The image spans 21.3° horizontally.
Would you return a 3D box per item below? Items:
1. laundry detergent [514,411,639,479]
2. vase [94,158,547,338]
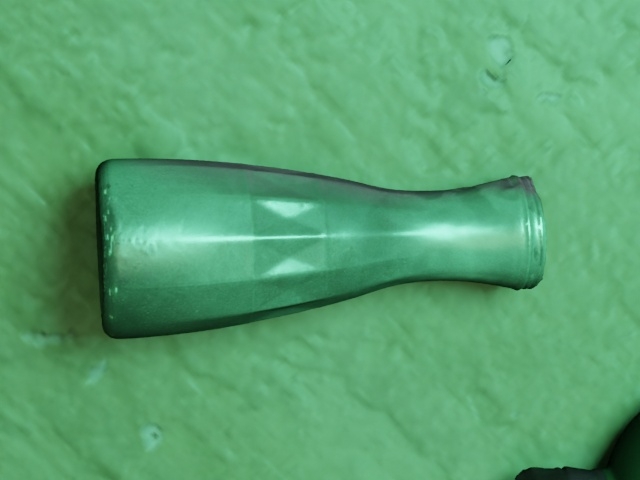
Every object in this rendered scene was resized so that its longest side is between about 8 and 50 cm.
[{"bbox_3d":[0.210,0.132,0.868,0.221,0.078,0.144,11,98,-4],"label":"laundry detergent"},{"bbox_3d":[0.000,0.000,0.824,0.214,0.086,0.086,-2,101,-9],"label":"vase"}]
